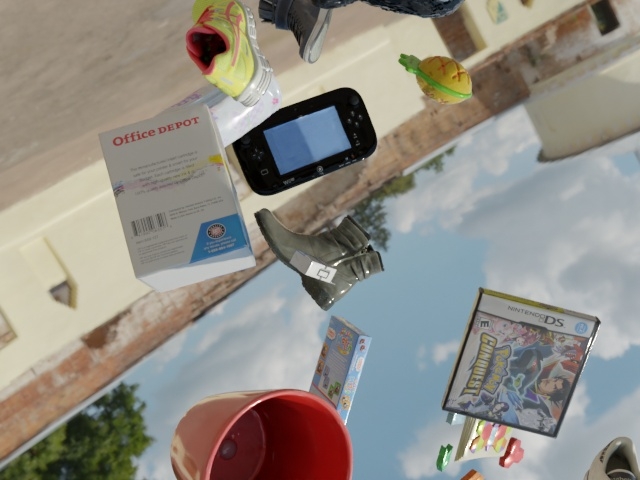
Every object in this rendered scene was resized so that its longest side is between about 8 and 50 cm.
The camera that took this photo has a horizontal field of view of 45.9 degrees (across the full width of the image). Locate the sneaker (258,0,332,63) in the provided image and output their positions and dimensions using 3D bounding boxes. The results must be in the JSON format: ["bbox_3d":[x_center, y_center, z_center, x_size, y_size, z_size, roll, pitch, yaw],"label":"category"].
[{"bbox_3d":[-0.068,-0.478,1.682,0.226,0.163,0.086,-77,180,-46],"label":"sneaker"}]

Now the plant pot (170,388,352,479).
[{"bbox_3d":[-0.120,0.372,1.281,0.275,0.275,0.243,-35,-165,-28],"label":"plant pot"}]

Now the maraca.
[{"bbox_3d":[0.261,-0.373,1.712,0.099,0.185,0.127,-62,-177,28],"label":"maraca"}]

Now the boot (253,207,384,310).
[{"bbox_3d":[0.000,0.000,1.443,0.161,0.246,0.083,-39,-168,4],"label":"boot"}]

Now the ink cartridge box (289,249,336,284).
[{"bbox_3d":[-0.007,0.047,1.322,0.048,0.083,0.028,35,-81,43],"label":"ink cartridge box"}]

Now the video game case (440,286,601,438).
[{"bbox_3d":[0.404,0.252,1.539,0.248,0.275,0.035,14,-164,-1],"label":"video game case"}]

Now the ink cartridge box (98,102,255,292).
[{"bbox_3d":[-0.215,-0.061,1.172,0.171,0.233,0.168,-16,169,-3],"label":"ink cartridge box"}]

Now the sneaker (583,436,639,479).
[{"bbox_3d":[0.391,0.373,1.000,0.090,0.095,0.235,12,-139,4],"label":"sneaker"}]

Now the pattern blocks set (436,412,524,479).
[{"bbox_3d":[0.394,0.447,1.764,0.324,0.285,0.026,-7,-160,-38],"label":"pattern blocks set"}]

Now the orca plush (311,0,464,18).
[{"bbox_3d":[0.015,-0.270,0.693,0.151,0.287,0.102,-2,-114,50],"label":"orca plush"}]

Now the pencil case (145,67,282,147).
[{"bbox_3d":[-0.200,-0.225,1.363,0.273,0.124,0.113,-37,-125,-23],"label":"pencil case"}]

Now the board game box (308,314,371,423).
[{"bbox_3d":[0.038,0.292,1.705,0.039,0.212,0.160,14,-175,-23],"label":"board game box"}]

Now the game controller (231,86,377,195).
[{"bbox_3d":[-0.031,-0.214,1.625,0.319,0.166,0.067,-23,175,-19],"label":"game controller"}]

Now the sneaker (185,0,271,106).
[{"bbox_3d":[-0.135,-0.264,0.976,0.094,0.208,0.081,15,125,-41],"label":"sneaker"}]
